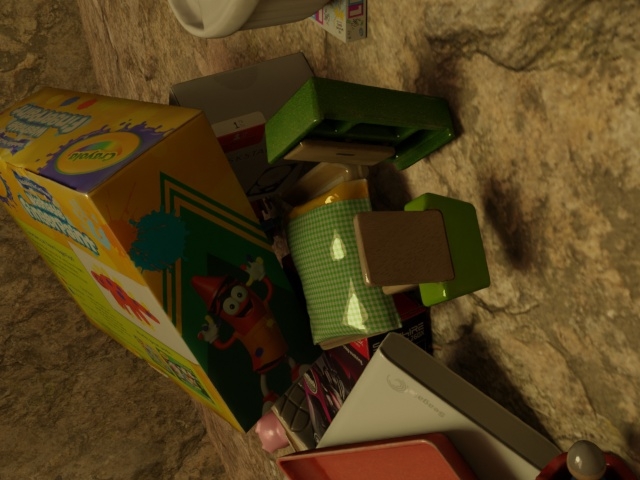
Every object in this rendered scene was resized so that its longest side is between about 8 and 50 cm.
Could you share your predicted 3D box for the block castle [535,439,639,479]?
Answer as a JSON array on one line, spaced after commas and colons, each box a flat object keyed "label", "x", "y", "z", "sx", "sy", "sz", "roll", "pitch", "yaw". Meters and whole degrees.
[{"label": "block castle", "x": 0.123, "y": 0.350, "z": 0.447, "sx": 0.303, "sy": 0.453, "sz": 0.213, "roll": 33, "pitch": 146, "yaw": 58}]

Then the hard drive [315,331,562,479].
[{"label": "hard drive", "x": 0.104, "y": 0.254, "z": 0.778, "sx": 0.203, "sy": 0.040, "sz": 0.307, "roll": 35, "pitch": 138, "yaw": 12}]

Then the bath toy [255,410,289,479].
[{"label": "bath toy", "x": -0.080, "y": 0.356, "z": 1.368, "sx": 0.348, "sy": 0.129, "sz": 0.151, "roll": 67, "pitch": 158, "yaw": 6}]

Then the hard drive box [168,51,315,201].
[{"label": "hard drive box", "x": -0.110, "y": -0.133, "z": 0.934, "sx": 0.089, "sy": 0.181, "sz": 0.232, "roll": 63, "pitch": 158, "yaw": 15}]

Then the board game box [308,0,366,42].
[{"label": "board game box", "x": -0.001, "y": -0.291, "z": 0.742, "sx": 0.154, "sy": 0.026, "sz": 0.103, "roll": 47, "pitch": 150, "yaw": 44}]

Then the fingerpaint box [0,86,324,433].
[{"label": "fingerpaint box", "x": -0.246, "y": 0.001, "z": 0.920, "sx": 0.445, "sy": 0.163, "sz": 0.371, "roll": 17, "pitch": 141, "yaw": 47}]

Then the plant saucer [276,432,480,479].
[{"label": "plant saucer", "x": 0.108, "y": 0.311, "z": 0.752, "sx": 0.259, "sy": 0.048, "sz": 0.258, "roll": -27, "pitch": 103, "yaw": 46}]

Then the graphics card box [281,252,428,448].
[{"label": "graphics card box", "x": 0.057, "y": 0.206, "z": 0.953, "sx": 0.233, "sy": 0.094, "sz": 0.371, "roll": 37, "pitch": 143, "yaw": 52}]

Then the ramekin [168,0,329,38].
[{"label": "ramekin", "x": -0.063, "y": -0.333, "z": 0.660, "sx": 0.273, "sy": 0.127, "sz": 0.273, "roll": 24, "pitch": 118, "yaw": 55}]

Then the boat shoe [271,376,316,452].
[{"label": "boat shoe", "x": -0.017, "y": 0.318, "z": 1.197, "sx": 0.324, "sy": 0.123, "sz": 0.116, "roll": 61, "pitch": 159, "yaw": 25}]

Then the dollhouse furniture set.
[{"label": "dollhouse furniture set", "x": 0.000, "y": 0.000, "z": 0.696, "sx": 0.301, "sy": 0.151, "sz": 0.197, "roll": -31, "pitch": 65, "yaw": 56}]

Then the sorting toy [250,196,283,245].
[{"label": "sorting toy", "x": -0.087, "y": -0.038, "z": 1.166, "sx": 0.061, "sy": 0.042, "sz": 0.102, "roll": -116, "pitch": 4, "yaw": -60}]
